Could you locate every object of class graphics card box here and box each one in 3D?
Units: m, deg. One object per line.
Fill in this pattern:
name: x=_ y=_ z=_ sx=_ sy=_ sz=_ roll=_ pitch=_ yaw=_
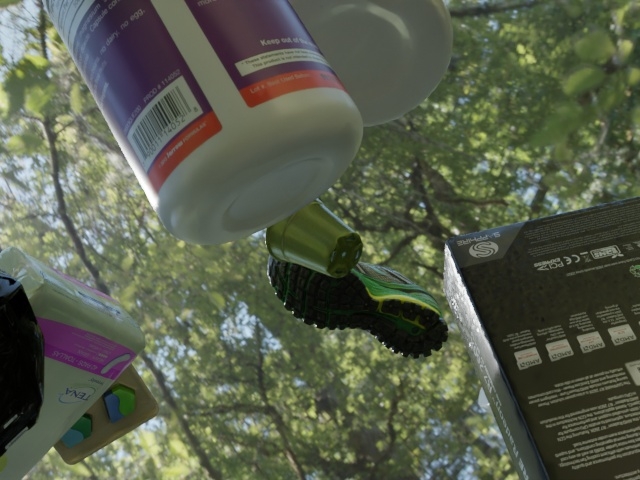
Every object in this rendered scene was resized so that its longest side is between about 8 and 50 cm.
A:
graphics card box: x=0.270 y=0.133 z=0.693 sx=0.233 sy=0.370 sz=0.094 roll=-14 pitch=-39 yaw=-4

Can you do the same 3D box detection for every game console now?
game console: x=-0.389 y=0.197 z=0.708 sx=0.361 sy=0.044 sz=0.213 roll=-47 pitch=-24 yaw=-39

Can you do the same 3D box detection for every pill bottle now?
pill bottle: x=-0.114 y=-0.169 z=0.668 sx=0.182 sy=0.322 sz=0.181 roll=-28 pitch=-14 yaw=-8
pill bottle: x=0.038 y=-0.348 z=1.037 sx=0.224 sy=0.392 sz=0.224 roll=-1 pitch=-45 yaw=-1

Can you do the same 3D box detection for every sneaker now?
sneaker: x=0.062 y=0.097 z=1.442 sx=0.344 sy=0.146 sz=0.134 roll=26 pitch=-70 yaw=-10

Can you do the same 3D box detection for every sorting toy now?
sorting toy: x=-0.413 y=0.276 z=1.400 sx=0.193 sy=0.038 sz=0.208 roll=-30 pitch=-67 yaw=-9

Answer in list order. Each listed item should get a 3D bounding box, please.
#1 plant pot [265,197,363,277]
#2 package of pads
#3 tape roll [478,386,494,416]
plant pot: x=0.000 y=0.000 z=0.826 sx=0.083 sy=0.079 sz=0.083 roll=-27 pitch=-49 yaw=-35
package of pads: x=-0.381 y=0.172 z=0.970 sx=0.296 sy=0.101 sz=0.229 roll=-47 pitch=-30 yaw=-2
tape roll: x=0.335 y=0.138 z=1.063 sx=0.100 sy=0.286 sz=0.286 roll=37 pitch=-89 yaw=6
